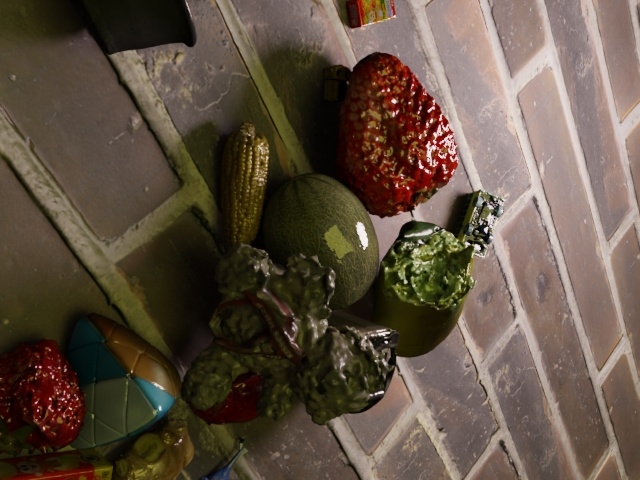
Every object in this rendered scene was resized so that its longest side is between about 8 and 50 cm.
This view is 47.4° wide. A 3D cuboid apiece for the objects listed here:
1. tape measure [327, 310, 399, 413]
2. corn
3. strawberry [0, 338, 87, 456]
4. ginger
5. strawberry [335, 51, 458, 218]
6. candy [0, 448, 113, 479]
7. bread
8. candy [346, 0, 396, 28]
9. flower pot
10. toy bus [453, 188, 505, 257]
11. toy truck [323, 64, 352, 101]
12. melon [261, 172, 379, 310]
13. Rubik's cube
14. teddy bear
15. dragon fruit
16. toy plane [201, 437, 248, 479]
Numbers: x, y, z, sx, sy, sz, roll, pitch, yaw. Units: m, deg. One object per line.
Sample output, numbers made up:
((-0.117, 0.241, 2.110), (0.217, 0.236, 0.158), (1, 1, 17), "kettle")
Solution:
((0.052, 0.288, 1.624), (0.133, 0.271, 0.231), (-4, 100, -41), "tape measure")
((-0.155, -0.110, 1.481), (0.097, 0.097, 0.261), (-4, 102, -41), "corn")
((-0.485, 0.262, 1.218), (0.184, 0.187, 0.201), (22, 51, -27), "strawberry")
((-0.337, 0.441, 1.424), (0.216, 0.102, 0.157), (-36, 149, -38), "ginger")
((0.154, -0.237, 1.605), (0.312, 0.267, 0.351), (-44, 127, -52), "strawberry")
((-0.515, 0.462, 1.278), (0.276, 0.088, 0.146), (7, 95, -41), "candy")
((0.237, 0.128, 1.722), (0.251, 0.208, 0.376), (-54, 164, -30), "bread")
((0.117, -0.531, 1.677), (0.122, 0.038, 0.062), (-26, 115, -35), "candy")
((-0.325, -0.404, 1.214), (0.148, 0.235, 0.235), (-30, 119, -11), "flower pot")
((0.431, -0.044, 2.011), (0.088, 0.101, 0.174), (23, 83, -14), "toy bus")
((0.036, -0.353, 1.633), (0.054, 0.049, 0.083), (-4, 102, -40), "toy truck")
((0.000, 0.000, 1.543), (0.237, 0.238, 0.301), (-39, 119, -30), "melon")
((-0.370, 0.285, 1.357), (0.255, 0.254, 0.254), (-10, 105, -40), "Rubik's cube")
((-0.046, 0.204, 1.393), (0.357, 0.368, 0.224), (-69, 170, 16), "teddy bear")
((-0.196, 0.339, 1.518), (0.161, 0.127, 0.120), (-9, 97, -42), "dragon fruit")
((-0.213, 0.507, 1.586), (0.062, 0.054, 0.167), (44, 68, -11), "toy plane")
